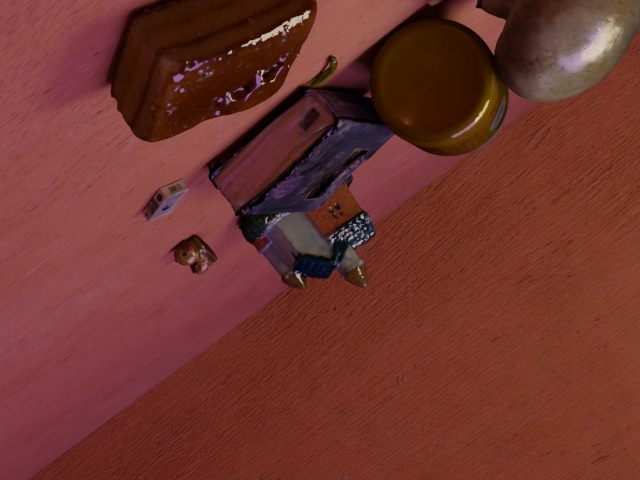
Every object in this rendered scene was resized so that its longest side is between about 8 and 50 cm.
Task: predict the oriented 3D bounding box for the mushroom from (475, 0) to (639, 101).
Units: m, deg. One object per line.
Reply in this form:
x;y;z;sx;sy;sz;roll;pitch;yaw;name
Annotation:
0.402;-0.401;1.935;0.352;0.260;0.352;23;90;-87;mushroom

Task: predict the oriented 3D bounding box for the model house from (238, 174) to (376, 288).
0.000;0.000;2.537;0.253;0.291;0.184;-31;166;-22;model house

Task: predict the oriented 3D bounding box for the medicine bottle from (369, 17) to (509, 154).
0.233;-0.267;2.152;0.224;0.224;0.384;-37;170;10;medicine bottle

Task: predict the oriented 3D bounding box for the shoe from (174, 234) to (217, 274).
-0.259;0.035;2.435;0.069;0.072;0.109;-41;171;5;shoe

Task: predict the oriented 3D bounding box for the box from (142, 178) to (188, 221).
-0.267;-0.069;2.008;0.054;0.024;0.083;-30;169;-43;box

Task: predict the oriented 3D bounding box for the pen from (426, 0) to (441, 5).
0.257;-0.458;1.868;0.233;0.032;0.040;-39;150;26;pen

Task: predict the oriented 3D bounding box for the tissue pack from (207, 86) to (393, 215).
-0.019;-0.163;2.128;0.259;0.122;0.361;-41;168;17;tissue pack

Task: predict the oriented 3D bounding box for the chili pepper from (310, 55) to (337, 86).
0.009;-0.282;1.933;0.030;0.017;0.083;-7;158;-26;chili pepper

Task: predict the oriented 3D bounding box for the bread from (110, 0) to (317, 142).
-0.128;-0.224;1.415;0.234;0.110;0.184;-29;169;-29;bread
